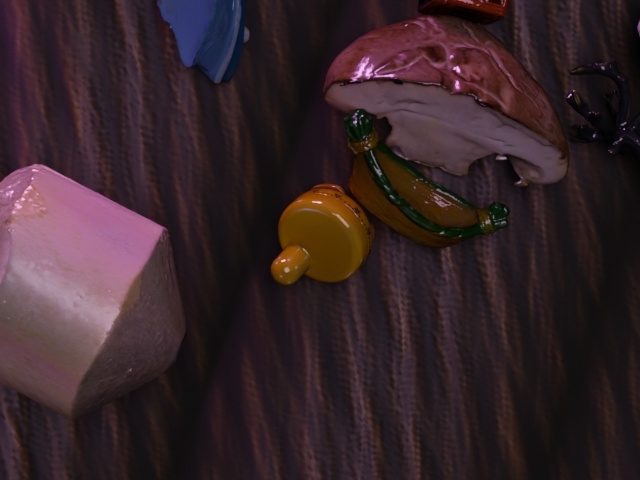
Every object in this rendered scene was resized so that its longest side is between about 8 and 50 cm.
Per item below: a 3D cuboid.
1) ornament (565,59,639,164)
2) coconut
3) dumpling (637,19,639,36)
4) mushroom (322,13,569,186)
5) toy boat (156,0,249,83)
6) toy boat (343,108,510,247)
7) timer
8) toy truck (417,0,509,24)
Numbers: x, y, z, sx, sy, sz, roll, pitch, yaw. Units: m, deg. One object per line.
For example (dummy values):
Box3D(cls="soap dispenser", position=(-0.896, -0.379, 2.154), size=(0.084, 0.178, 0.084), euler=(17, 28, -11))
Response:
Box3D(cls="ornament", position=(0.371, -0.111, 1.647), size=(0.236, 0.202, 0.080), euler=(44, 73, -1))
Box3D(cls="coconut", position=(-0.255, 0.061, 1.567), size=(0.244, 0.239, 0.239), euler=(29, 87, 1))
Box3D(cls="dumpling", position=(0.514, -0.171, 1.672), size=(0.212, 0.270, 0.320), euler=(-37, 119, 17))
Box3D(cls="mushroom", position=(0.153, -0.171, 1.671), size=(0.285, 0.156, 0.151), euler=(20, 59, -6))
Box3D(cls="toy boat", position=(-0.117, -0.292, 1.657), size=(0.109, 0.098, 0.238), euler=(7, 100, 36))
Box3D(cls="toy boat", position=(0.103, -0.058, 1.654), size=(0.229, 0.089, 0.088), euler=(30, 121, -24))
Box3D(cls="timer", position=(0.000, 0.000, 1.650), size=(0.107, 0.107, 0.109), euler=(47, 41, -4))
Box3D(cls="toy truck", position=(0.179, -0.373, 1.673), size=(0.114, 0.107, 0.253), euler=(14, 90, -6))
